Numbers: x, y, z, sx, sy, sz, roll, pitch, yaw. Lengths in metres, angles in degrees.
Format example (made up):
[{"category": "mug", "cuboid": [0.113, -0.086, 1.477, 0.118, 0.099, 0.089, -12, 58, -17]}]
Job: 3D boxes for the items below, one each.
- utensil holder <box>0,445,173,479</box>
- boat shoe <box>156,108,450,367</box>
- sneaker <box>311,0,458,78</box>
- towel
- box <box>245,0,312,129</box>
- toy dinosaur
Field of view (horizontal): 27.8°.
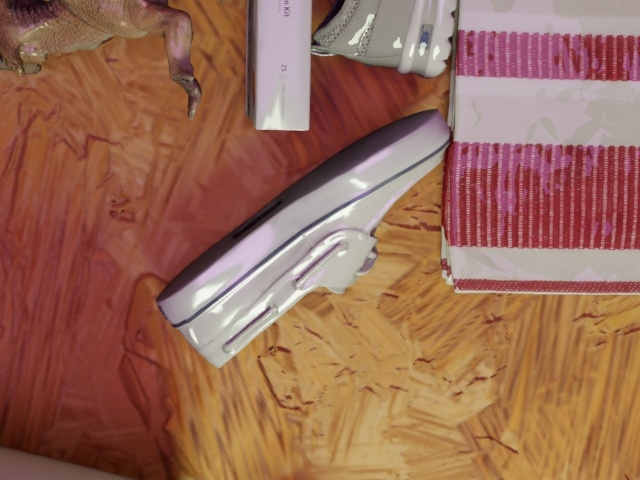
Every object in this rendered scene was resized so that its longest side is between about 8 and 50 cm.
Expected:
[{"category": "utensil holder", "cuboid": [-0.302, 0.279, 0.879, 0.386, 0.327, 0.327, 16, 97, -2]}, {"category": "boat shoe", "cuboid": [0.000, 0.000, 0.973, 0.258, 0.095, 0.084, -35, 102, 13]}, {"category": "sneaker", "cuboid": [0.043, -0.258, 0.923, 0.115, 0.105, 0.281, 1, 99, -3]}, {"category": "towel", "cuboid": [0.214, -0.121, 0.988, 0.237, 0.037, 0.328, 1, 100, -5]}, {"category": "box", "cuboid": [-0.031, -0.153, 0.894, 0.038, 0.186, 0.145, 1, 97, -4]}, {"category": "toy dinosaur", "cuboid": [-0.153, -0.211, 0.866, 0.200, 0.127, 0.295, 15, 118, -7]}]
